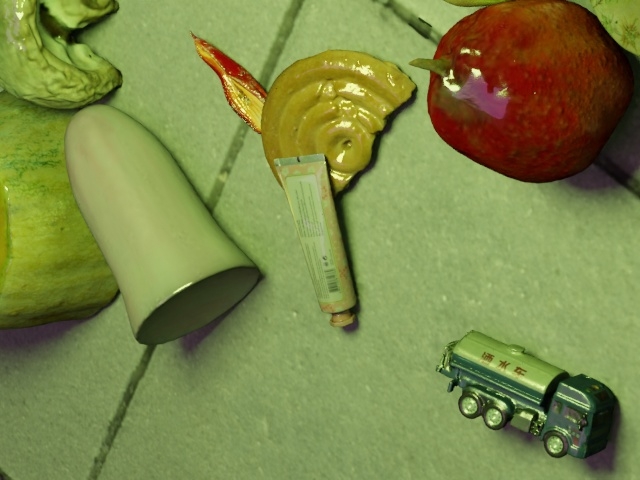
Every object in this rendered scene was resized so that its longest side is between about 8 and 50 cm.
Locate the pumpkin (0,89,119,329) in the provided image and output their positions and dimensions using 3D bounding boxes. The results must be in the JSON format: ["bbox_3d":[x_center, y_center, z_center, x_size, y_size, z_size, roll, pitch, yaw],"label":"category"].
[{"bbox_3d":[-0.424,-0.028,2.187,0.332,0.199,0.332,11,110,33],"label":"pumpkin"}]

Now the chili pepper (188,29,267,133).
[{"bbox_3d":[-0.101,-0.187,1.981,0.178,0.027,0.045,47,123,18],"label":"chili pepper"}]

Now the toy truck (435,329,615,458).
[{"bbox_3d":[0.222,0.163,1.806,0.202,0.074,0.088,24,109,32],"label":"toy truck"}]

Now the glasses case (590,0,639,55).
[{"bbox_3d":[0.413,-0.309,1.479,0.425,0.098,0.156,-32,77,41],"label":"glasses case"}]

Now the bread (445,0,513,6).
[{"bbox_3d":[0.168,-0.333,1.642,0.213,0.105,0.213,-16,68,44],"label":"bread"}]

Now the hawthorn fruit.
[{"bbox_3d":[0.191,-0.158,1.633,0.190,0.251,0.189,-19,64,45],"label":"hawthorn fruit"}]

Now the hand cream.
[{"bbox_3d":[0.000,0.000,1.931,0.067,0.043,0.209,-4,110,31],"label":"hand cream"}]

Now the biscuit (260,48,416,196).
[{"bbox_3d":[0.002,-0.136,1.890,0.144,0.033,0.224,42,126,0],"label":"biscuit"}]

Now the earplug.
[{"bbox_3d":[-0.222,-0.042,2.048,0.172,0.172,0.301,-45,69,38],"label":"earplug"}]

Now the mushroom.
[{"bbox_3d":[-0.370,-0.294,2.077,0.190,0.164,0.267,9,110,36],"label":"mushroom"}]
